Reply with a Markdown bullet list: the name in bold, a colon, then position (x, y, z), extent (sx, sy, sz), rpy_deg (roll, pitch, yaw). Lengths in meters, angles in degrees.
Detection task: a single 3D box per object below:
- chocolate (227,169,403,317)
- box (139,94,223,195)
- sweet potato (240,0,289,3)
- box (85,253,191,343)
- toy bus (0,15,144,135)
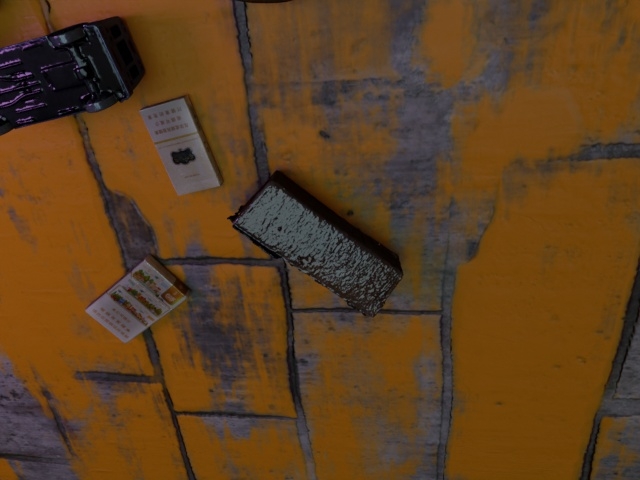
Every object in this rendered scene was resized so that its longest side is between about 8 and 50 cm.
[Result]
- **chocolate**: position (0.000, 0.000, 0.953), extent (0.321, 0.112, 0.112), rpy_deg (34, 112, -11)
- **box**: position (-0.244, -0.165, 0.937), extent (0.089, 0.024, 0.167), rpy_deg (-11, 119, 15)
- **sweet potato**: position (-0.077, -0.394, 0.750), extent (0.345, 0.079, 0.109), rpy_deg (0, 93, 11)
- **box**: position (-0.391, 0.131, 1.131), extent (0.220, 0.032, 0.122), rpy_deg (-35, 110, 25)
- **toy bus**: position (-0.444, -0.264, 0.847), extent (0.292, 0.133, 0.126), rpy_deg (-10, 124, 12)
